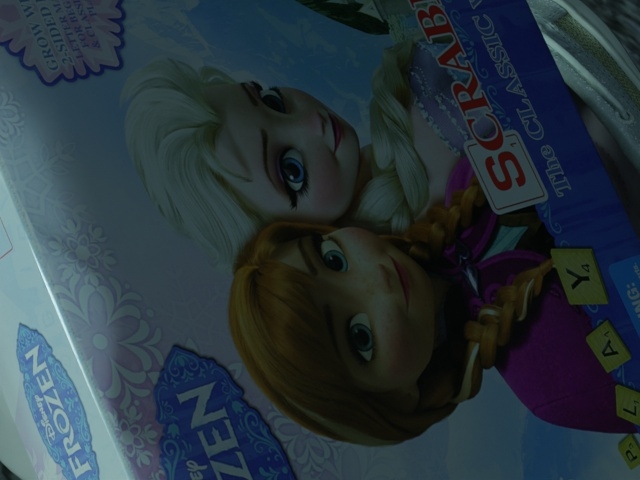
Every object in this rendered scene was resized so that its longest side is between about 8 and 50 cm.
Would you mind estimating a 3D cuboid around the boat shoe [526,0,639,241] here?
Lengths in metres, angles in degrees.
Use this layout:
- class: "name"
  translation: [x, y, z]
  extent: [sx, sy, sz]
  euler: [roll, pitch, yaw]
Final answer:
- class: "boat shoe"
  translation: [0.140, -0.059, 1.163]
  extent: [0.320, 0.118, 0.103]
  euler: [41, 37, 3]

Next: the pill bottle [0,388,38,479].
- class: "pill bottle"
  translation: [-0.033, 0.007, 0.957]
  extent: [0.283, 0.161, 0.161]
  euler: [-20, 60, -42]

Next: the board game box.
- class: "board game box"
  translation: [0.000, 0.000, 0.830]
  extent: [0.318, 0.066, 0.318]
  euler: [-17, 79, -41]
